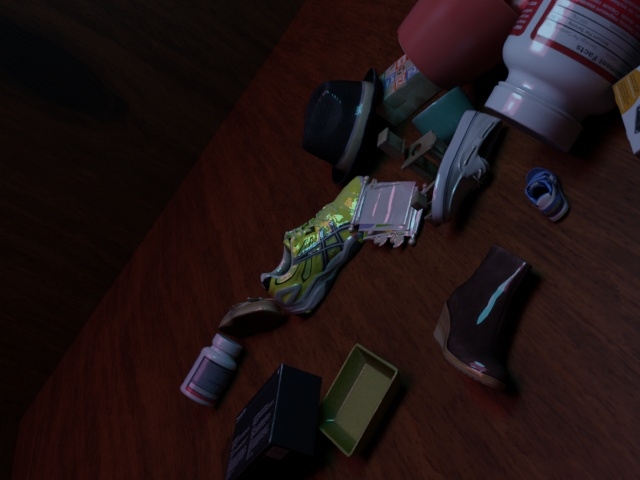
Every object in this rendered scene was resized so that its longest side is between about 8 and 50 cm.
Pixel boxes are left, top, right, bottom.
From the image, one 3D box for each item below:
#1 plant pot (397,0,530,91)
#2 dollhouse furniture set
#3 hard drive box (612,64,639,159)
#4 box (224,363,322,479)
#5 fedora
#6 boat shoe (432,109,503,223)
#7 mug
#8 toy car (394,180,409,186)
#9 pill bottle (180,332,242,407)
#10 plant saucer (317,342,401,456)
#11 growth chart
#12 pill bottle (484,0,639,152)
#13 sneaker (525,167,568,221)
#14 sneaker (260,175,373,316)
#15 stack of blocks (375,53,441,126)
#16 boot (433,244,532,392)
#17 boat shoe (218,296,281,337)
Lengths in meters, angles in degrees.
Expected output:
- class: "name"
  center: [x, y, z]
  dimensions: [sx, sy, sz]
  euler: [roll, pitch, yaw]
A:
- class: "plant pot"
  center: [0.320, -0.479, 1.753]
  dimensions: [0.243, 0.275, 0.275]
  euler: [-39, 30, 31]
- class: "dollhouse furniture set"
  center: [0.217, -0.150, 1.680]
  dimensions: [0.101, 0.182, 0.160]
  euler: [-36, 32, 40]
- class: "hard drive box"
  center: [0.581, -0.231, 1.206]
  dimensions: [0.232, 0.089, 0.181]
  euler: [-39, 31, 35]
- class: "box"
  center: [-0.102, 0.407, 1.671]
  dimensions: [0.261, 0.103, 0.184]
  euler: [-53, 24, 44]
- class: "fedora"
  center: [0.038, -0.319, 2.131]
  dimensions: [0.334, 0.153, 0.333]
  euler: [-166, 90, -80]
- class: "boat shoe"
  center: [0.305, -0.149, 1.632]
  dimensions: [0.088, 0.096, 0.267]
  euler: [14, 62, 25]
- class: "mug"
  center: [0.294, -0.272, 1.765]
  dimensions: [0.158, 0.097, 0.129]
  euler: [-35, -1, -8]
- class: "toy car"
  center: [0.169, -0.089, 1.870]
  dimensions: [0.060, 0.041, 0.122]
  euler: [-3, 59, 61]
- class: "pill bottle"
  center: [-0.289, 0.348, 2.143]
  dimensions: [0.180, 0.108, 0.108]
  euler: [-60, 24, -4]
- class: "plant saucer"
  center: [0.080, 0.316, 1.563]
  dimensions: [0.188, 0.045, 0.188]
  euler: [-60, 24, -3]
- class: "growth chart"
  center: [0.152, -0.067, 1.828]
  dimensions: [0.237, 0.021, 0.171]
  euler: [10, 76, 51]
- class: "pill bottle"
  center: [0.468, -0.371, 1.392]
  dimensions: [0.407, 0.229, 0.229]
  euler: [-60, 24, 11]
- class: "sneaker"
  center: [0.397, -0.095, 1.426]
  dimensions: [0.053, 0.059, 0.144]
  euler: [-50, 25, 23]
- class: "sneaker"
  center: [0.000, 0.000, 1.957]
  dimensions: [0.384, 0.147, 0.145]
  euler: [-58, 23, -3]
- class: "stack of blocks"
  center: [0.267, -0.450, 2.048]
  dimensions: [0.297, 0.087, 0.171]
  euler: [-37, 32, 39]
- class: "boot"
  center: [0.288, 0.122, 1.339]
  dimensions: [0.206, 0.090, 0.248]
  euler: [-57, 21, 8]
- class: "boat shoe"
  center: [-0.191, 0.193, 2.141]
  dimensions: [0.285, 0.105, 0.089]
  euler: [-23, 45, 53]
